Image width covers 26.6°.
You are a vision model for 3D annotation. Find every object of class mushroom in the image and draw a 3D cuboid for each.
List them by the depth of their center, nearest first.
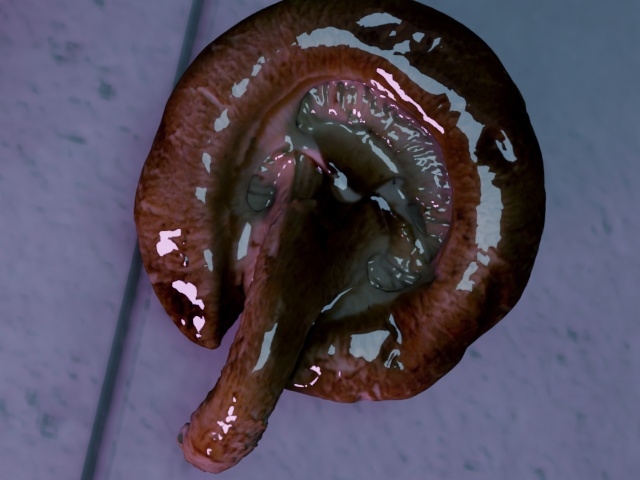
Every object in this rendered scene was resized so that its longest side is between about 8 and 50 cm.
[{"bbox_3d":[0.000,0.001,0.456,0.135,0.080,0.171,29,80,6],"label":"mushroom"}]
